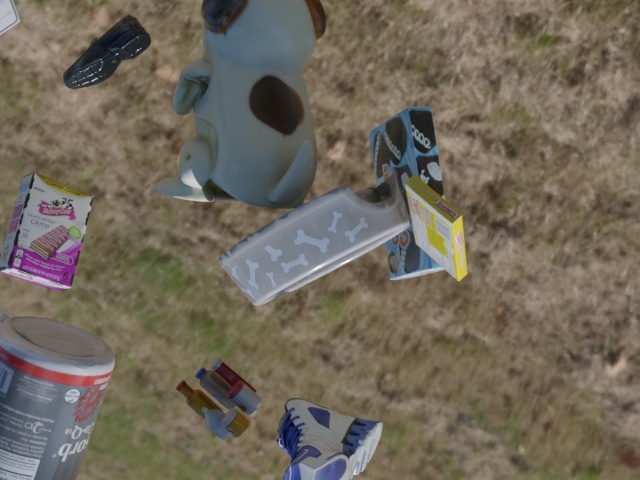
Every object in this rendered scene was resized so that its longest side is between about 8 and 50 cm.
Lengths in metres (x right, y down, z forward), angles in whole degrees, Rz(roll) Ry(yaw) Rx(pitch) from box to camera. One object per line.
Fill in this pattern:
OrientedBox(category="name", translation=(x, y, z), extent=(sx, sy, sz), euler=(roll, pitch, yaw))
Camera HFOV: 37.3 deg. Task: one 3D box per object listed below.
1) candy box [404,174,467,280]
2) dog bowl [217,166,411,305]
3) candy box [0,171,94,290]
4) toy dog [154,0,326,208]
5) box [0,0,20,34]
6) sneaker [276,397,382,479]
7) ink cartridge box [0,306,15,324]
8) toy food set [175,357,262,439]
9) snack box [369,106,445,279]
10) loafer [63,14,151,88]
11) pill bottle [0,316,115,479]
OrientedBox(category="candy box", translation=(0.185, -0.016, 1.501), extent=(0.105, 0.027, 0.206), euler=(46, 169, 27))
OrientedBox(category="dog bowl", translation=(0.000, 0.000, 1.626), extent=(0.349, 0.348, 0.102), euler=(-33, 83, 54))
OrientedBox(category="candy box", translation=(-0.626, -0.019, 2.169), extent=(0.159, 0.233, 0.071), euler=(23, 156, -37))
OrientedBox(category="toy dog", translation=(-0.131, -0.269, 1.713), extent=(0.284, 0.408, 0.395), euler=(3, -176, -18))
OrientedBox(category="box", translation=(-0.527, -0.379, 1.249), extent=(0.087, 0.169, 0.290), euler=(29, 146, 26))
OrientedBox(category="sneaker", translation=(-0.022, 0.400, 1.809), extent=(0.182, 0.315, 0.127), euler=(19, 106, 21))
OrientedBox(category="ink cartridge box", translation=(-0.649, 0.228, 1.971), extent=(0.067, 0.115, 0.198), euler=(-28, 123, 33))
OrientedBox(category="toy food set", translation=(-0.193, 0.293, 1.784), extent=(0.104, 0.111, 0.232), euler=(43, 168, -11))
OrientedBox(category="snack box", translation=(0.181, -0.090, 1.921), extent=(0.060, 0.322, 0.187), euler=(-5, 173, -22))
OrientedBox(category="loafer", translation=(-0.377, -0.325, 1.646), extent=(0.061, 0.170, 0.062), euler=(57, 179, 20))
OrientedBox(category="pill bottle", translation=(-0.508, 0.334, 1.651), extent=(0.210, 0.363, 0.210), euler=(20, -172, -3))
